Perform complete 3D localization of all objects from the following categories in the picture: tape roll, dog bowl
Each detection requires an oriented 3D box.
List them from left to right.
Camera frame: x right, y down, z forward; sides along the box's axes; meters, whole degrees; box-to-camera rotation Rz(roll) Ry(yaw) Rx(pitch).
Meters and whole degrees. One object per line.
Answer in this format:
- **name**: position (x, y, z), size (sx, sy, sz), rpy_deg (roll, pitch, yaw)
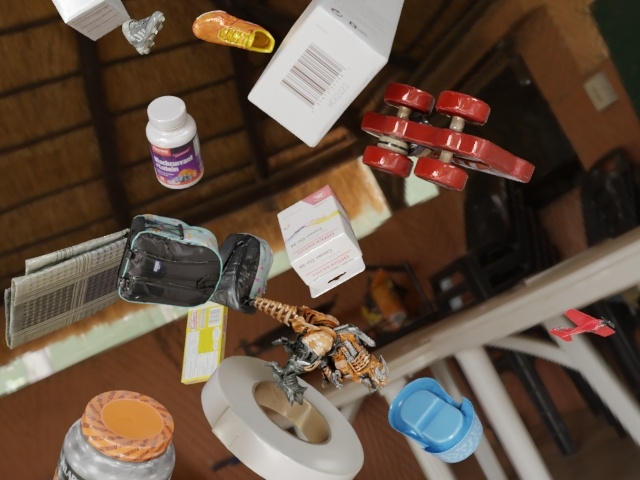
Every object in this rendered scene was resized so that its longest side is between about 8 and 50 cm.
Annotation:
- **tape roll**: position (-0.081, 0.401, 1.961), size (0.072, 0.392, 0.392), rpy_deg (-55, -15, 14)
- **dog bowl**: position (0.295, 0.458, 2.265), size (0.166, 0.074, 0.297), rpy_deg (-49, 29, -10)

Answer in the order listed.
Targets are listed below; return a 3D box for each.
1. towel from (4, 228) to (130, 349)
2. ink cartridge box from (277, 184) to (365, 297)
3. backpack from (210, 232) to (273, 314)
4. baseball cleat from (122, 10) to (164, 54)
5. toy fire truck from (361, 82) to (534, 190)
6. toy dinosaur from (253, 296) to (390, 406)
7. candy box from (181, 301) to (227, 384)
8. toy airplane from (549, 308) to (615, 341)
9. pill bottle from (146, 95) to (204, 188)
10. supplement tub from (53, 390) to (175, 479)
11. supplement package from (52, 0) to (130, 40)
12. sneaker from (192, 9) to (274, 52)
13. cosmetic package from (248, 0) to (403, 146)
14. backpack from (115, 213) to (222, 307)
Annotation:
- **towel**: position (-0.612, 0.113, 2.162), size (0.324, 0.056, 0.312), rpy_deg (-25, -23, -35)
- **ink cartridge box**: position (0.000, 0.000, 1.601), size (0.115, 0.067, 0.198), rpy_deg (-31, 37, 9)
- **backpack**: position (-0.188, 0.072, 2.107), size (0.152, 0.181, 0.115), rpy_deg (17, -4, 17)
- **baseball cleat**: position (-0.518, -0.613, 2.582), size (0.072, 0.109, 0.206), rpy_deg (-57, 8, -32)
- **toy fire truck**: position (0.242, -0.185, 1.766), size (0.302, 0.169, 0.254), rpy_deg (18, 0, 39)
- **toy dinosaur**: position (-0.003, 0.225, 1.947), size (0.218, 0.322, 0.164), rpy_deg (-45, -9, 37)
- **candy box**: position (-0.279, 0.244, 2.171), size (0.105, 0.205, 0.027), rpy_deg (-14, -34, 24)
- **toy airplane**: position (0.556, 0.188, 1.917), size (0.151, 0.028, 0.151), rpy_deg (9, -25, 4)
- **pill bottle**: position (-0.317, -0.213, 1.933), size (0.108, 0.108, 0.193), rpy_deg (-25, -37, -17)
- **supplement tub**: position (-0.368, 0.431, 1.556), size (0.194, 0.194, 0.315), rpy_deg (-16, -48, -55)
- **supplement package**: position (-0.522, -0.537, 2.012), size (0.105, 0.105, 0.179), rpy_deg (-30, -4, 5)
- **sneaker**: position (-0.165, -0.405, 1.737), size (0.175, 0.067, 0.064), rpy_deg (-1, -62, -36)
- **cosmetic package**: position (0.025, -0.393, 1.782), size (0.230, 0.162, 0.453), rpy_deg (-47, 13, 29)
- **backpack**: position (-0.288, 0.041, 1.732), size (0.144, 0.189, 0.165), rpy_deg (-109, 35, -64)
